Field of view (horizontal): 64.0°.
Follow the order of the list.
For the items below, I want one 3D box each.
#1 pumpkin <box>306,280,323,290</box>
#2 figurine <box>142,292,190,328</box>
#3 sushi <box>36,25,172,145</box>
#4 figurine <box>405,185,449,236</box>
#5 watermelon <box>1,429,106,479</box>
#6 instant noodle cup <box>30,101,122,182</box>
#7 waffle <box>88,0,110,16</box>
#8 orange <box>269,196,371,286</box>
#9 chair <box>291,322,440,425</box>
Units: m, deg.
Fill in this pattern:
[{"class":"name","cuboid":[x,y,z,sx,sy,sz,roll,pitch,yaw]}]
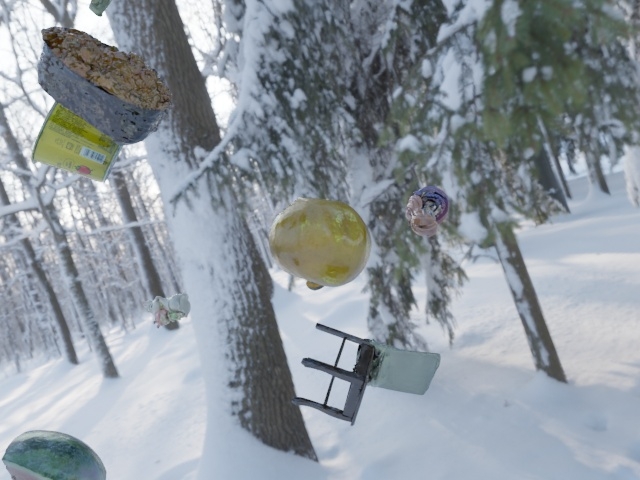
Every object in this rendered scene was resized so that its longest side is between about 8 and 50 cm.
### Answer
[{"class":"pumpkin","cuboid":[-0.017,0.170,1.919,0.083,0.028,0.050,-11,34,-26]},{"class":"figurine","cuboid":[-0.462,0.201,1.492,0.146,0.081,0.098,-11,23,11]},{"class":"sushi","cuboid":[-0.564,-0.429,1.370,0.207,0.349,0.234,-43,23,42]},{"class":"figurine","cuboid":[0.284,-0.067,1.411,0.114,0.126,0.157,0,42,35]},{"class":"watermelon","cuboid":[-0.627,0.556,1.229,0.260,0.175,0.256,2,-14,11]},{"class":"instant noodle cup","cuboid":[-0.883,-0.379,1.921,0.254,0.325,0.326,25,-20,-21]},{"class":"waffle","cuboid":[-0.464,-0.686,1.205,0.056,0.309,0.292,25,-29,-28]},{"class":"orange","cuboid":[0.000,0.000,1.371,0.279,0.235,0.279,18,-6,2]},{"class":"chair","cuboid":[0.114,0.333,1.226,0.319,0.160,0.186,16,30,6]}]
